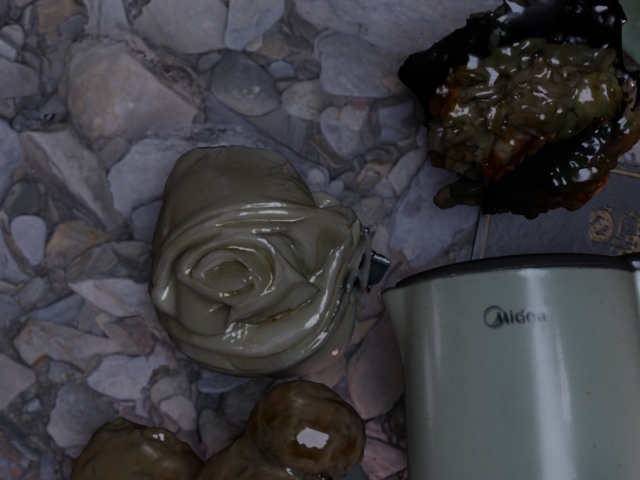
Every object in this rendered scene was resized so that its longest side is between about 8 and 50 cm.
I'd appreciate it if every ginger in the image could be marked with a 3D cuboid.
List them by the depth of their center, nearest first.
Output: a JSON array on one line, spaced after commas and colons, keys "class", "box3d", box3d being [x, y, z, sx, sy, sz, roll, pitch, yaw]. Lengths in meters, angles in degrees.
[{"class": "ginger", "box3d": [-0.081, 0.253, 1.664, 0.304, 0.155, 0.244, -21, 83, 24]}]

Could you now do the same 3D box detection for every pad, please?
[{"class": "pad", "box3d": [0.344, 0.014, 1.879, 0.375, 0.063, 0.314, 11, 85, -13]}]

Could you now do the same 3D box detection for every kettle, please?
[{"class": "kettle", "box3d": [0.248, 0.201, 1.674, 0.361, 0.250, 0.376, -6, 82, 8]}]

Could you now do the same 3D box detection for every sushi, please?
[{"class": "sushi", "box3d": [0.214, -0.129, 1.768, 0.225, 0.238, 0.218, -21, 75, -20]}]

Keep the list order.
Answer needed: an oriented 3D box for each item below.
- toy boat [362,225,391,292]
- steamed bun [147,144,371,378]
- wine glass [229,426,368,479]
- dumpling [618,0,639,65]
[{"class": "toy boat", "box3d": [0.000, 0.000, 1.800, 0.141, 0.055, 0.060, 23, 91, -10]}, {"class": "steamed bun", "box3d": [-0.062, 0.030, 1.709, 0.211, 0.144, 0.218, 14, 104, 5]}, {"class": "wine glass", "box3d": [-0.001, 0.258, 1.761, 0.111, 0.111, 0.204, -27, 92, -13]}, {"class": "dumpling", "box3d": [0.387, -0.330, 1.844, 0.212, 0.270, 0.320, 17, 58, -34]}]
